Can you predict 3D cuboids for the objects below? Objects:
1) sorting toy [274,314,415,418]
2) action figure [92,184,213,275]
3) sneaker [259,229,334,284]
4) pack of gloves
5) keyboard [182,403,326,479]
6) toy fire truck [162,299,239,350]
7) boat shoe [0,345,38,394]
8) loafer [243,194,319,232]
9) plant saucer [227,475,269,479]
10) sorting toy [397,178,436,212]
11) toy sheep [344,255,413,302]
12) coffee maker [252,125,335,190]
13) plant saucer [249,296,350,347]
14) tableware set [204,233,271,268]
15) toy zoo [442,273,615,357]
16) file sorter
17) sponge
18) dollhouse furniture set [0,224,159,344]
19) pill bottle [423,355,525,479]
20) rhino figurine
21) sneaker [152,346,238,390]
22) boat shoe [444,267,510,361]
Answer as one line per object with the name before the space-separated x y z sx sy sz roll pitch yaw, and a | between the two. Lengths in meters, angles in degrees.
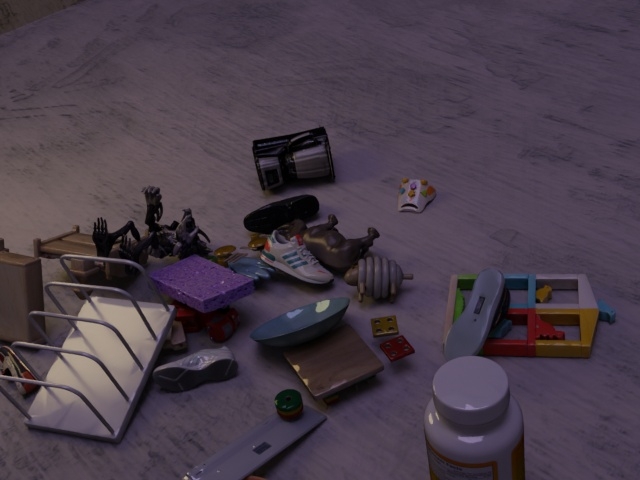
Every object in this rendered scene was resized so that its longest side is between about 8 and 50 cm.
sorting toy | 0.032 0.217 1.563 0.275 0.046 0.132 -22 37 -17
action figure | -0.319 -0.021 1.825 0.164 0.141 0.276 29 25 24
sneaker | -0.041 0.032 1.778 0.161 0.075 0.057 23 12 21
pack of gloves | -0.215 0.084 1.804 0.232 0.046 0.195 10 28 38
keyboard | -0.100 0.330 1.438 0.072 0.014 0.256 26 39 35
toy fire truck | -0.264 0.167 1.707 0.192 0.047 0.135 10 41 26
boat shoe | -0.577 0.244 1.690 0.043 0.049 0.137 -37 48 -28
loafer | -0.088 -0.059 1.965 0.170 0.062 0.061 -14 14 -10
plant saucer | -0.128 0.436 1.322 0.200 0.037 0.200 -7 37 5
sorting toy | 0.200 -0.092 1.948 0.083 0.045 0.075 5 58 21
toy sheep | 0.111 0.072 1.711 0.132 0.091 0.091 3 36 -4
coffee maker | -0.065 -0.192 2.100 0.178 0.120 0.171 -10 13 -1
plant saucer | -0.032 0.155 1.628 0.195 0.037 0.195 -20 6 2
tableware set | -0.167 0.024 1.852 0.104 0.024 0.154 2 24 36
toy zoo | 0.373 0.130 1.604 0.293 0.030 0.192 0 38 15
file sorter | -0.411 0.179 1.579 0.193 0.173 0.277 5 52 20
sponge | -0.231 0.080 1.714 0.117 0.031 0.210 -23 26 -34
dollhouse furniture set | -0.544 0.076 1.900 0.303 0.173 0.355 9 17 24
pill bottle | 0.216 0.283 1.259 0.136 0.245 0.136 -7 36 5
rhino figurine | 0.000 0.000 1.841 0.243 0.073 0.106 18 53 37
sneaker | -0.226 0.229 1.619 0.152 0.053 0.061 -9 27 -8
boat shoe | 0.276 0.143 1.540 0.065 0.083 0.183 18 73 35
